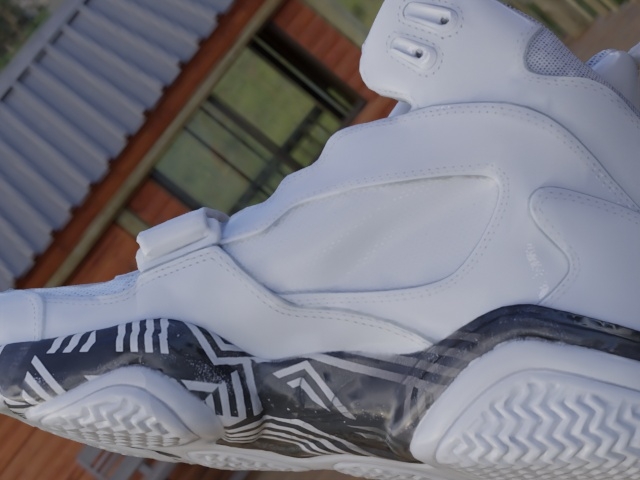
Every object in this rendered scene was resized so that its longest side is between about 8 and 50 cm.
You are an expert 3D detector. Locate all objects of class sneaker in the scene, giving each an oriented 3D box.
[{"bbox_3d":[0.000,0.000,0.558,0.137,0.365,0.210,51,-137,-66],"label":"sneaker"}]
